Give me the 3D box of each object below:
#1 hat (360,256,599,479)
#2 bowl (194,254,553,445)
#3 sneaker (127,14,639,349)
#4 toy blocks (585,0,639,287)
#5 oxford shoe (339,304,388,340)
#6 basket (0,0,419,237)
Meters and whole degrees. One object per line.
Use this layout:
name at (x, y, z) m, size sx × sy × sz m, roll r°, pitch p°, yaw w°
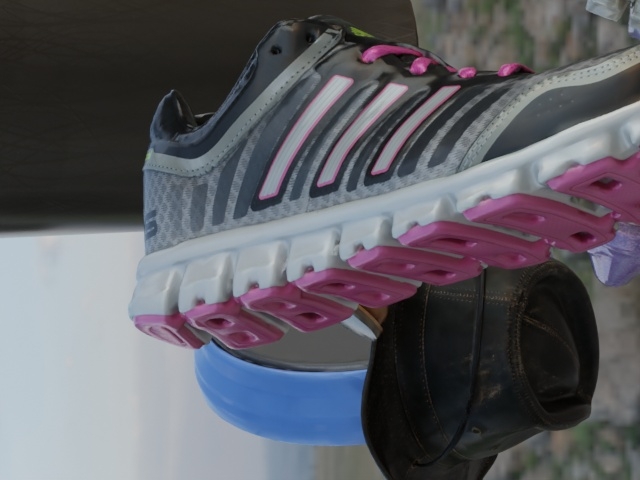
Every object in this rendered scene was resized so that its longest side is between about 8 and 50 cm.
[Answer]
hat at (0.145, 0.087, 1.313) m, size 0.331 × 0.134 × 0.331 m, roll 0°, pitch -90°, yaw -68°
bowl at (0.059, 0.070, 1.699) m, size 0.391 × 0.391 × 0.077 m, roll -92°, pitch -8°, yaw -65°
sneaker at (0.021, -0.028, 0.409) m, size 0.063 × 0.170 × 0.074 m, roll 16°, pitch -120°, yaw -56°
toy blocks at (0.245, 0.015, 0.785) m, size 0.260 × 0.309 × 0.288 m, roll 98°, pitch -162°, yaw -44°
oxford shoe at (0.000, 0.000, 1.168) m, size 0.076 × 0.076 × 0.212 m, roll 48°, pitch 179°, yaw -35°
basket at (-0.079, -0.076, 0.795) m, size 0.204 × 0.227 × 0.154 m, roll -117°, pitch 34°, yaw -58°
